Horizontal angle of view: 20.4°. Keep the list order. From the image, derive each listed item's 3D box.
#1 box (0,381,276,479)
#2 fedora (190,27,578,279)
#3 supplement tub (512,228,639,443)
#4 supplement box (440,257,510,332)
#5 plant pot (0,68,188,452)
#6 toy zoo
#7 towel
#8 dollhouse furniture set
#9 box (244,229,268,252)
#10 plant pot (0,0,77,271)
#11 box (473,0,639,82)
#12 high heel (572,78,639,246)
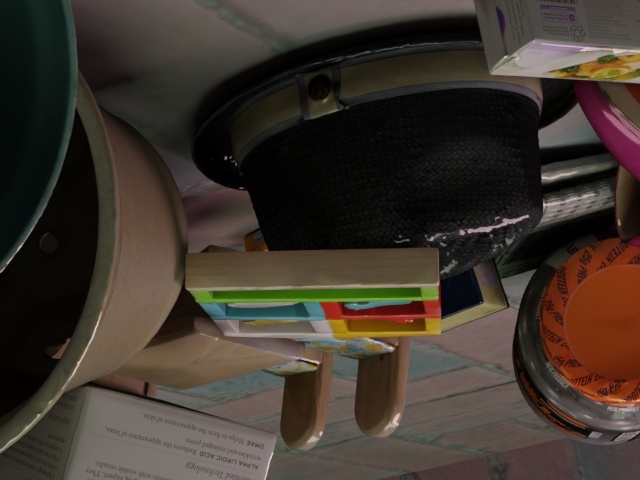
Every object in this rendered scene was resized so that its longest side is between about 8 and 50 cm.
[{"bbox_3d":[-0.165,0.185,1.468,0.182,0.119,0.181,18,174,-31],"label":"box"},{"bbox_3d":[0.065,-0.048,1.463,0.334,0.152,0.334,-8,164,-2],"label":"fedora"},{"bbox_3d":[0.307,0.104,1.869,0.207,0.207,0.338,-10,169,3],"label":"supplement tub"},{"bbox_3d":[0.130,0.052,1.761,0.083,0.056,0.083,-22,166,23],"label":"supplement box"},{"bbox_3d":[-0.242,-0.002,1.240,0.334,0.334,0.305,-13,174,14],"label":"plant pot"},{"bbox_3d":[0.004,0.050,1.457,0.192,0.030,0.293,-1,168,5],"label":"toy zoo"},{"bbox_3d":[0.157,-0.007,1.803,0.324,0.056,0.312,-15,167,-10],"label":"towel"},{"bbox_3d":[-0.173,0.158,1.725,0.362,0.256,0.394,16,160,-30],"label":"dollhouse furniture set"},{"bbox_3d":[0.000,0.000,1.813,0.136,0.028,0.081,2,161,-40],"label":"box"},{"bbox_3d":[-0.308,-0.094,0.962,0.293,0.293,0.196,7,-176,-42],"label":"plant pot"},{"bbox_3d":[0.269,-0.157,1.355,0.324,0.067,0.063,0,162,-29],"label":"box"},{"bbox_3d":[0.265,-0.060,1.527,0.181,0.127,0.377,-20,152,30],"label":"high heel"}]
